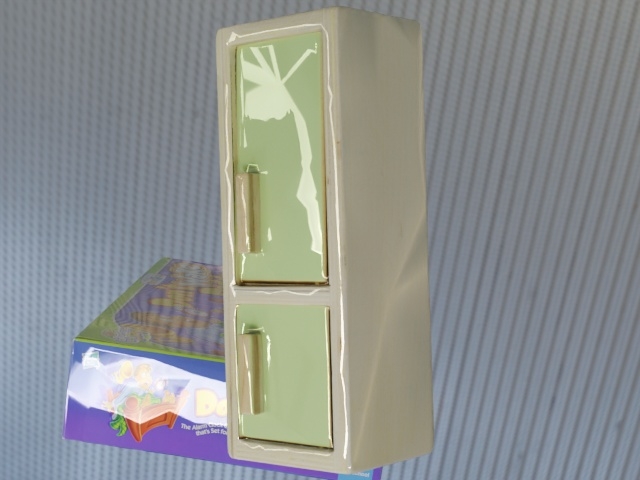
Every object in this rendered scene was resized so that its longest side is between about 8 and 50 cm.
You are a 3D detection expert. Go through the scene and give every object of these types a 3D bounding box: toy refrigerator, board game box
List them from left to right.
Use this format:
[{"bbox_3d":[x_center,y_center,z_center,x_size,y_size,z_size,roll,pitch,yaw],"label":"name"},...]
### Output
[{"bbox_3d":[-0.058,0.097,1.008,0.233,0.347,0.078,9,99,1],"label":"board game box"},{"bbox_3d":[0.000,0.000,0.732,0.102,0.094,0.269,-1,91,41],"label":"toy refrigerator"}]
